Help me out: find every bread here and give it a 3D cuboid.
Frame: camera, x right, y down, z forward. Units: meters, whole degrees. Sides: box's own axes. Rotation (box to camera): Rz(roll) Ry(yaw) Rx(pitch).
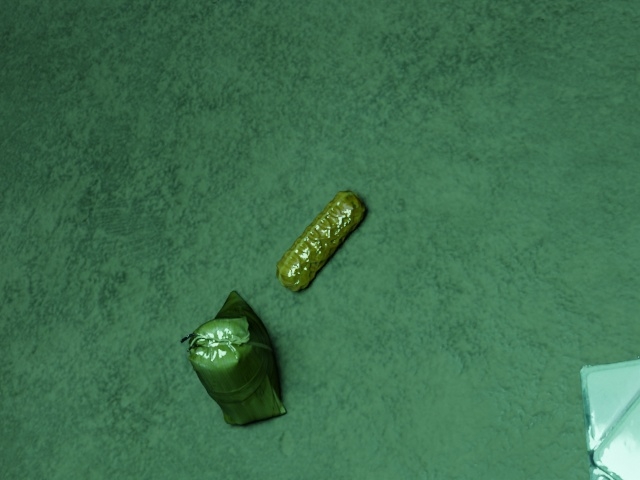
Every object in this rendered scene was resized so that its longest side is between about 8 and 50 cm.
[{"bbox_3d":[0.000,0.000,1.856,0.052,0.044,0.157,38,86,31],"label":"bread"}]

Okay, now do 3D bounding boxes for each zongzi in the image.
[{"bbox_3d":[-0.118,0.104,1.770,0.094,0.205,0.204,-13,57,8],"label":"zongzi"}]

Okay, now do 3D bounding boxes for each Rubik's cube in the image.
[{"bbox_3d":[0.397,0.241,1.451,0.205,0.205,0.207,-10,63,22],"label":"Rubik's cube"}]
